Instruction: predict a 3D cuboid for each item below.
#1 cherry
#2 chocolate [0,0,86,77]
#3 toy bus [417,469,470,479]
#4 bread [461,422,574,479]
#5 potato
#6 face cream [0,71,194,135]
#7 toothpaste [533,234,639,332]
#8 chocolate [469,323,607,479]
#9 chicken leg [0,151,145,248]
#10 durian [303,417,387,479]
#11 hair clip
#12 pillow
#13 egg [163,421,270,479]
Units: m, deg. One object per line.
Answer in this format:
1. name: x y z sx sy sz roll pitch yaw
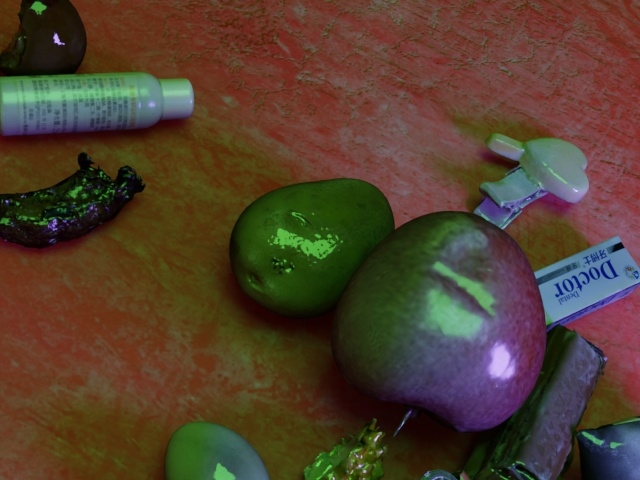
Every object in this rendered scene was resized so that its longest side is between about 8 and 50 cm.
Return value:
1. cherry: 0.152 0.098 1.448 0.261 0.221 0.307 22 71 -6
2. chocolate: -0.385 -0.284 1.627 0.127 0.133 0.124 -16 69 -23
3. toy bus: 0.061 0.399 1.342 0.329 0.143 0.153 -34 84 -32
4. bread: 0.255 0.286 1.507 0.128 0.088 0.232 38 50 -2
5. potato: 0.000 0.000 1.559 0.251 0.159 0.174 -29 94 -39
6. face cream: -0.306 -0.188 1.623 0.269 0.082 0.082 -4 61 -21
7. toothpaste: 0.303 0.087 1.654 0.337 0.067 0.081 -21 70 -27
8. chocolate: 0.286 0.213 1.489 0.102 0.065 0.329 33 40 7
9. chicken leg: -0.337 -0.047 1.535 0.234 0.063 0.105 -27 65 -28
10. durian: 0.007 0.311 1.404 0.224 0.140 0.078 -43 95 -14
11. hair clip: 0.312 -0.100 1.778 0.219 0.071 0.159 -29 69 -34
12. pillow: 0.430 0.296 1.518 0.250 0.106 0.185 -14 107 -24
13. egg: -0.120 0.277 1.370 0.114 0.114 0.152 -25 66 -29
